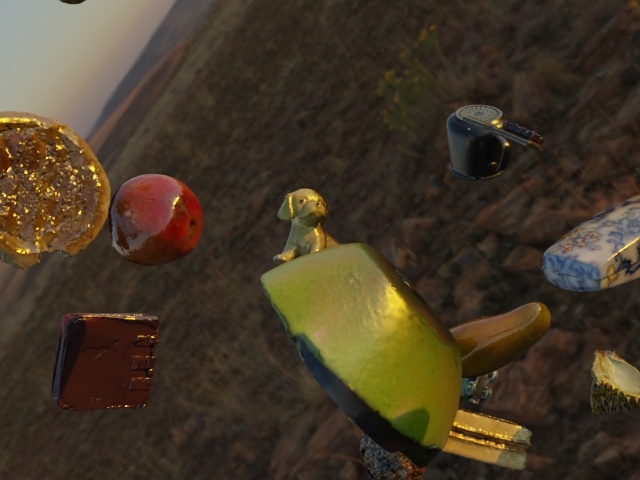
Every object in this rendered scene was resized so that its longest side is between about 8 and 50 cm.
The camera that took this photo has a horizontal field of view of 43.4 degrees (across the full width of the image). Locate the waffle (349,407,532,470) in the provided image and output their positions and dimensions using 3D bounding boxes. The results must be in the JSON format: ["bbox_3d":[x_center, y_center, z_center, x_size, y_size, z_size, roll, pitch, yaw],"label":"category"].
[{"bbox_3d":[0.276,0.428,1.873,0.261,0.376,0.114,147,139,-76],"label":"waffle"}]

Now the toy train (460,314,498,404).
[{"bbox_3d":[0.353,0.256,1.743,0.081,0.060,0.202,-6,60,65],"label":"toy train"}]

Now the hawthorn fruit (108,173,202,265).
[{"bbox_3d":[-0.288,-0.037,1.418,0.173,0.173,0.173,-46,18,20],"label":"hawthorn fruit"}]

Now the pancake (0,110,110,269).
[{"bbox_3d":[-0.666,-0.118,1.863,0.071,0.382,0.382,-21,35,54],"label":"pancake"}]

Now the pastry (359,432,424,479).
[{"bbox_3d":[0.225,0.569,2.233,0.275,0.193,0.275,-165,90,-69],"label":"pastry"}]

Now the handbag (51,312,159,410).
[{"bbox_3d":[-0.446,0.251,1.683,0.074,0.216,0.203,16,100,56],"label":"handbag"}]

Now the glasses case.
[{"bbox_3d":[0.337,-0.008,0.844,0.248,0.065,0.087,-24,19,-30],"label":"glasses case"}]

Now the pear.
[{"bbox_3d":[0.090,0.141,1.211,0.165,0.399,0.399,-42,18,4],"label":"pear"}]

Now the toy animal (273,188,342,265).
[{"bbox_3d":[-0.010,0.004,1.781,0.121,0.233,0.168,-7,43,40],"label":"toy animal"}]

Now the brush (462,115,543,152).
[{"bbox_3d":[0.375,-0.231,1.658,0.036,0.043,0.248,-60,28,7],"label":"brush"}]

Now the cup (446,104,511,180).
[{"bbox_3d":[0.425,-0.245,2.113,0.223,0.169,0.176,-126,30,-53],"label":"cup"}]

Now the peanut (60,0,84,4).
[{"bbox_3d":[-0.490,-0.502,1.434,0.291,0.143,0.159,39,127,36],"label":"peanut"}]

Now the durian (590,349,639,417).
[{"bbox_3d":[0.651,0.315,1.782,0.144,0.139,0.252,-22,5,32],"label":"durian"}]

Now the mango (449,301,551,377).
[{"bbox_3d":[0.311,0.180,1.453,0.227,0.136,0.099,-28,60,16],"label":"mango"}]
